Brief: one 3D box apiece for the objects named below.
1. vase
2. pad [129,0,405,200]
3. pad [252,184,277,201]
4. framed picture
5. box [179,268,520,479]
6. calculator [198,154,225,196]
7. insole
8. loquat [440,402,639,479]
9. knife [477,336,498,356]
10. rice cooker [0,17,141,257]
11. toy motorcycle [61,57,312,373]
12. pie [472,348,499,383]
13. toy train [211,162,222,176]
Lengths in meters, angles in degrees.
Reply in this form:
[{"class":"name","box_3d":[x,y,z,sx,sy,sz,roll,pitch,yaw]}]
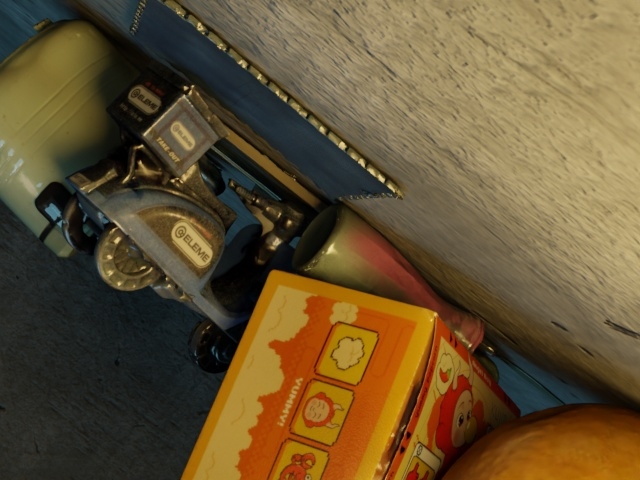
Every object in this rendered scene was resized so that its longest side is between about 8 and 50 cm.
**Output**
[{"class":"vase","box_3d":[0.077,0.053,1.328,0.214,0.086,0.086,35,176,-19]},{"class":"pad","box_3d":[-0.057,-0.119,1.113,0.269,0.012,0.270,39,174,-12]},{"class":"pad","box_3d":[0.000,0.000,1.736,0.235,0.003,0.158,38,174,-2]},{"class":"framed picture","box_3d":[-0.068,-0.081,1.454,0.250,0.016,0.184,38,174,2]},{"class":"box","box_3d":[0.043,0.217,1.297,0.214,0.259,0.283,12,161,32]},{"class":"calculator","box_3d":[-0.232,-0.138,1.659,0.268,0.040,0.177,42,157,-17]},{"class":"insole","box_3d":[0.276,0.187,1.533,0.153,0.002,0.053,39,174,-9]},{"class":"loquat","box_3d":[0.241,0.305,1.140,0.328,0.328,0.328,37,174,4]},{"class":"knife","box_3d":[0.110,0.063,1.493,0.247,0.018,0.035,36,177,25]},{"class":"rice cooker","box_3d":[-0.268,-0.106,1.406,0.244,0.226,0.226,43,174,-2]},{"class":"toy motorcycle","box_3d":[-0.118,-0.005,1.318,0.125,0.212,0.358,38,171,43]},{"class":"pie","box_3d":[0.142,0.119,1.523,0.187,0.041,0.187,38,-177,-3]},{"class":"toy train","box_3d":[-0.221,-0.098,1.824,0.178,0.104,0.071,33,177,38]}]
